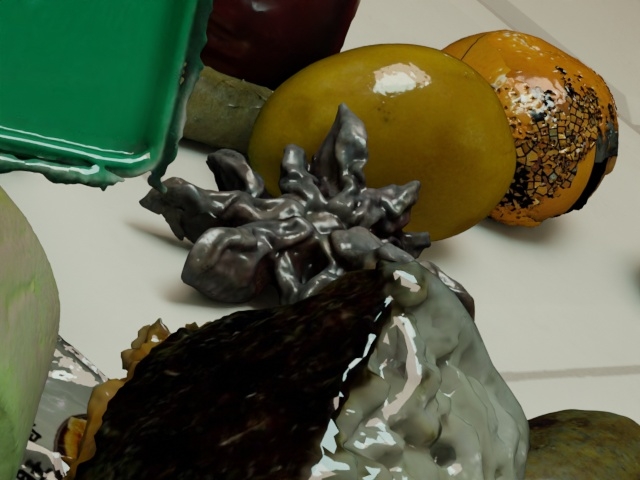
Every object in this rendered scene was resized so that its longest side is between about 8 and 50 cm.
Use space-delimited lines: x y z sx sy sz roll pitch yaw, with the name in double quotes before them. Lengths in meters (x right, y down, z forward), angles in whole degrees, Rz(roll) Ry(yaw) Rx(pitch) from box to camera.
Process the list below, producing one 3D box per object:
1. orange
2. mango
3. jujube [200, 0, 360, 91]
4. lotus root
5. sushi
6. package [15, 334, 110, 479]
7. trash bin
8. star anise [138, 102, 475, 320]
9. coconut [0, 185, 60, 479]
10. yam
"orange" 0.199 -0.120 1.532 0.234 0.182 0.234 12 29 -7
"mango" 0.063 -0.091 1.308 0.254 0.175 0.139 15 12 -36
"jujube" -0.129 -0.283 1.429 0.377 0.258 0.258 36 24 -2
"lotus root" 0.155 0.179 0.949 0.123 0.124 0.241 28 21 24
"sushi" -0.021 0.173 0.682 0.234 0.207 0.348 66 32 -22
"package" -0.143 0.129 0.837 0.239 0.030 0.154 36 29 10
"trash bin" -0.224 -0.154 0.914 0.295 0.259 0.381 12 4 -35
"star anise" -0.002 -0.003 1.157 0.283 0.129 0.212 17 37 -3
"coconut" -0.231 0.050 0.687 0.204 0.236 0.236 35 20 -24
"yam" -0.169 -0.138 1.282 0.371 0.083 0.083 13 29 -33
